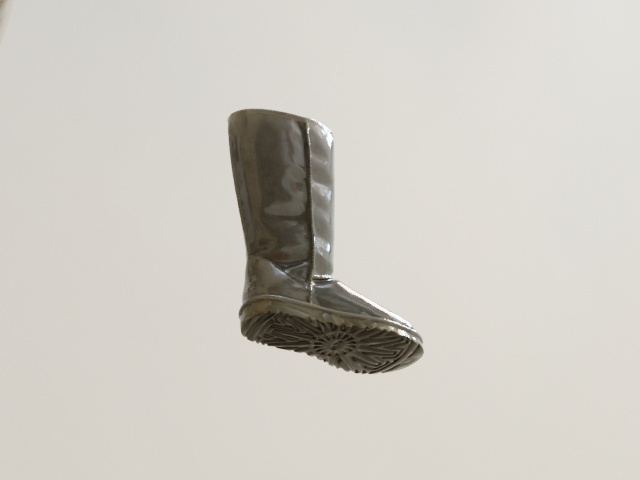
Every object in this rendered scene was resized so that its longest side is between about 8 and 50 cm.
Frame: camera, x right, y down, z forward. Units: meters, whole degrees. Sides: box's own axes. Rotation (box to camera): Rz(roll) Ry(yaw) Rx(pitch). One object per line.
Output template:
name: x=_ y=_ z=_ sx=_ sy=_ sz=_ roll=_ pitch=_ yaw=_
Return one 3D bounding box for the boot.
boot: x=0.002 y=-0.001 z=1.403 sx=0.076 sy=0.189 sz=0.208 roll=-41 pitch=-139 yaw=38

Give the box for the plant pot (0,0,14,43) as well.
plant pot: x=-0.301 y=-0.133 z=0.908 sx=0.284 sy=0.284 sz=0.191 roll=-37 pitch=168 yaw=-16
